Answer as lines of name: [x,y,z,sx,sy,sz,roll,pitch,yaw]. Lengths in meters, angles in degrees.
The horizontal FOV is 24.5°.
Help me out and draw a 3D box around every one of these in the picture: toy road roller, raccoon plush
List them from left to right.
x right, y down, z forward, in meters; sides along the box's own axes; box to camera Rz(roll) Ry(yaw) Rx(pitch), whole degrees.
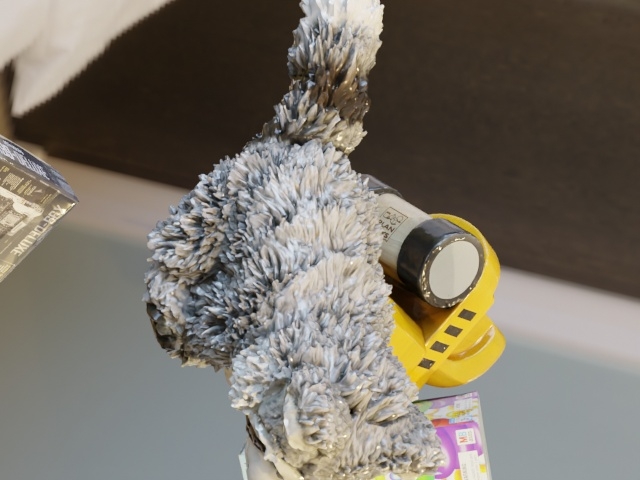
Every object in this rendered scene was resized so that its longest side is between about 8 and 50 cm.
raccoon plush: [0.000,0.000,1.269,0.216,0.299,0.446,0,105,-29]
toy road roller: [0.073,0.109,1.726,0.329,0.202,0.240,-49,131,-7]

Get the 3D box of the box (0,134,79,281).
box: [-0.487,-0.003,1.848,0.307,0.076,0.242,-45,150,7]

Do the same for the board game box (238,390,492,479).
board game box: [0.059,0.279,1.727,0.142,0.275,0.144,-54,134,-80]
